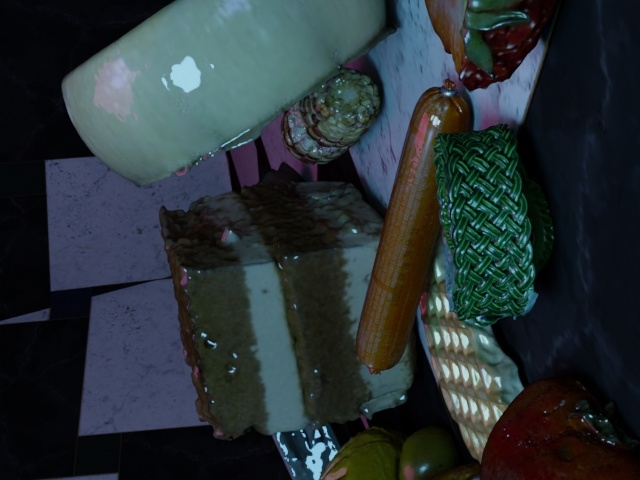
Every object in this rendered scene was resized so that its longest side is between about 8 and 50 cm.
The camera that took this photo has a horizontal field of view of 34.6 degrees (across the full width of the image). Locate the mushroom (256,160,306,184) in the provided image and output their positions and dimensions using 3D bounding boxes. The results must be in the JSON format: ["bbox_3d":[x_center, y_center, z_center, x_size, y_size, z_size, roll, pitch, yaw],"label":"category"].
[{"bbox_3d":[-0.064,-0.047,1.850,0.117,0.141,0.188,39,169,9],"label":"mushroom"}]

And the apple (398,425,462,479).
[{"bbox_3d":[0.132,0.267,1.231,0.089,0.074,0.090,6,-90,-88],"label":"apple"}]

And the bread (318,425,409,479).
[{"bbox_3d":[0.081,0.358,1.309,0.240,0.139,0.240,36,-138,-42],"label":"bread"}]

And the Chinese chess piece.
[{"bbox_3d":[-0.093,-0.190,1.026,0.140,0.338,0.338,58,176,-14],"label":"Chinese chess piece"}]

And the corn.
[{"bbox_3d":[0.010,-0.148,1.238,0.290,0.098,0.098,174,81,-82],"label":"corn"}]

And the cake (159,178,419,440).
[{"bbox_3d":[-0.045,0.073,1.317,0.256,0.290,0.282,-123,21,-62],"label":"cake"}]

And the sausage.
[{"bbox_3d":[0.081,0.001,0.951,0.053,0.053,0.348,-113,26,-46],"label":"sausage"}]

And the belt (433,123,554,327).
[{"bbox_3d":[0.131,-0.012,0.769,0.121,0.079,0.151,59,-154,-84],"label":"belt"}]

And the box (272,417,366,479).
[{"bbox_3d":[0.019,0.335,1.637,0.396,0.111,0.396,36,-151,-83],"label":"box"}]

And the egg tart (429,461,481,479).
[{"bbox_3d":[0.119,0.330,1.059,0.171,0.215,0.215,59,169,7],"label":"egg tart"}]

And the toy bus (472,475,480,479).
[{"bbox_3d":[0.173,0.381,0.907,0.109,0.136,0.330,168,82,-79],"label":"toy bus"}]

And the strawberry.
[{"bbox_3d":[0.100,-0.175,0.657,0.187,0.082,0.147,-107,11,-61],"label":"strawberry"}]

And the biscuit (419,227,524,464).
[{"bbox_3d":[0.144,0.119,1.004,0.204,0.040,0.309,88,165,-57],"label":"biscuit"}]

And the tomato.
[{"bbox_3d":[0.173,0.198,0.750,0.189,0.099,0.173,-117,17,-50],"label":"tomato"}]
